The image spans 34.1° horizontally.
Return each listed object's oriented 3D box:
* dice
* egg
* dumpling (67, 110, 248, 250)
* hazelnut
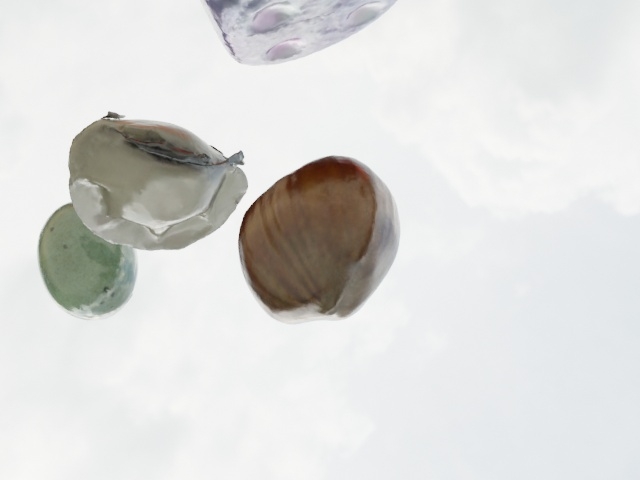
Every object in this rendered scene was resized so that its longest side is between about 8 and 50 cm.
[{"bbox_3d":[-0.051,-0.404,1.343,0.270,0.271,0.270,-25,-102,0],"label":"dice"},{"bbox_3d":[-0.400,0.031,1.791,0.169,0.169,0.236,-27,-131,8],"label":"egg"},{"bbox_3d":[-0.248,-0.082,1.607,0.163,0.293,0.205,9,-99,60],"label":"dumpling"},{"bbox_3d":[0.007,0.006,1.258,0.210,0.186,0.210,1,-88,26],"label":"hazelnut"}]
